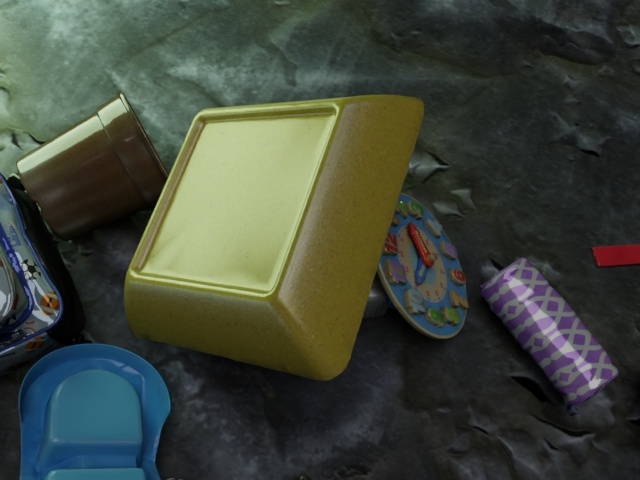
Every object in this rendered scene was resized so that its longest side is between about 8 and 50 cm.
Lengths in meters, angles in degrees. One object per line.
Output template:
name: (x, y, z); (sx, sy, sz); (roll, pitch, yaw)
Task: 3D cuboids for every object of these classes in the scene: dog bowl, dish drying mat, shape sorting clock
dog bowl: (-0.249, 0.251, 0.721); (0.166, 0.074, 0.297); (9, 39, -27)
dish drying mat: (0.443, 0.022, 0.975); (0.083, 0.008, 0.032); (-4, 65, -5)
shape sorting clock: (0.134, 0.029, 0.869); (0.206, 0.040, 0.206); (26, 50, -35)

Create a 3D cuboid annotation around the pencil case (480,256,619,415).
pencil case: (0.299, 0.121, 0.875); (0.086, 0.088, 0.206); (-29, 72, -13)

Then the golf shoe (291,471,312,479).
golf shoe: (-0.044, 0.398, 0.717); (0.120, 0.105, 0.273); (25, 60, -5)

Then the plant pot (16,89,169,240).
plant pot: (-0.300, -0.092, 0.890); (0.165, 0.167, 0.167); (-28, 71, -8)

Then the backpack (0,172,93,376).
backpack: (-0.453, 0.063, 0.785); (0.263, 0.213, 0.276); (-29, 74, -5)

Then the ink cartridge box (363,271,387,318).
ink cartridge box: (-0.030, 0.030, 0.886); (0.219, 0.092, 0.160); (-6, 66, -7)

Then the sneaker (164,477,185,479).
sneaker: (-0.176, 0.355, 0.740); (0.068, 0.071, 0.170); (10, 65, 0)

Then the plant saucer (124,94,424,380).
plant saucer: (-0.080, -0.036, 0.757); (0.333, 0.081, 0.333); (4, 67, 38)
